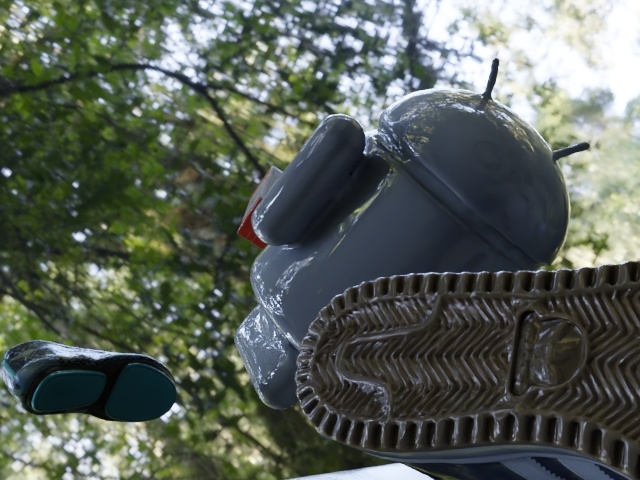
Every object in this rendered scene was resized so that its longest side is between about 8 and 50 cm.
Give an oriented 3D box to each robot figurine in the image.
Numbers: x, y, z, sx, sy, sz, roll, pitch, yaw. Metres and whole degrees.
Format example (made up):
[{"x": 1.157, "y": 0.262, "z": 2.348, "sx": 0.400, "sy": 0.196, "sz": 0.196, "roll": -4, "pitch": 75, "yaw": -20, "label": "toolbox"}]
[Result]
[{"x": 0.077, "y": 0.010, "z": 0.966, "sx": 0.300, "sy": 0.200, "sz": 0.353, "roll": 35, "pitch": -78, "yaw": -36, "label": "robot figurine"}]

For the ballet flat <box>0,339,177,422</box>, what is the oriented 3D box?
[{"x": -0.196, "y": 0.115, "z": 0.924, "sx": 0.070, "sy": 0.070, "sz": 0.188, "roll": -59, "pitch": -30, "yaw": 3, "label": "ballet flat"}]

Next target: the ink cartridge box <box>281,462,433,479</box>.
[{"x": 0.092, "y": 0.312, "z": 1.108, "sx": 0.283, "sy": 0.207, "sz": 0.117, "roll": -4, "pitch": -84, "yaw": -21, "label": "ink cartridge box"}]

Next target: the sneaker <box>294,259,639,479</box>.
[{"x": 0.142, "y": 0.076, "z": 0.438, "sx": 0.153, "sy": 0.282, "sz": 0.099, "roll": 35, "pitch": -115, "yaw": -46, "label": "sneaker"}]

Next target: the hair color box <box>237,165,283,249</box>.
[{"x": 0.000, "y": 0.000, "z": 1.150, "sx": 0.053, "sy": 0.167, "sz": 0.093, "roll": -55, "pitch": 9, "yaw": 24, "label": "hair color box"}]
